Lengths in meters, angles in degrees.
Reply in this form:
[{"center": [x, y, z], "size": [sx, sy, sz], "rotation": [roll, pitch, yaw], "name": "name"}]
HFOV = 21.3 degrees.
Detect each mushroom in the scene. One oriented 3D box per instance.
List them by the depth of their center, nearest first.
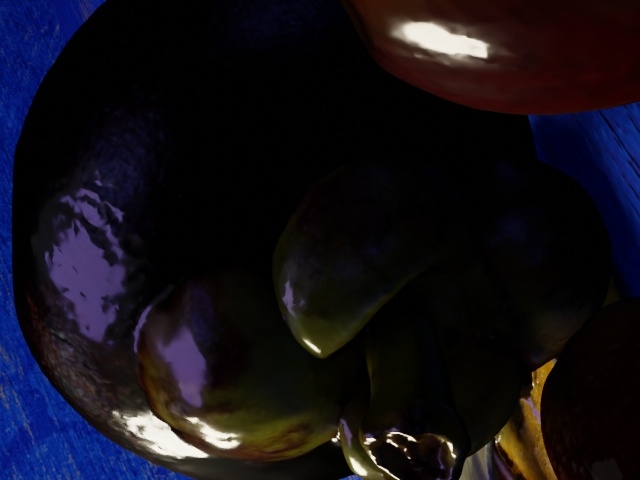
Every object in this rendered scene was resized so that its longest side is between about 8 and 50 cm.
[{"center": [0.209, 0.147, 0.766], "size": [0.217, 0.148, 0.227], "rotation": [54, -166, -49], "name": "mushroom"}]

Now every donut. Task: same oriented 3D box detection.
[{"center": [0.141, 0.069, 1.008], "size": [0.146, 0.078, 0.181], "rotation": [-153, 49, -72], "name": "donut"}]

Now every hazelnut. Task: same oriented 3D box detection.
[{"center": [0.103, -0.130, 0.589], "size": [0.208, 0.208, 0.208], "rotation": [159, 90, -79], "name": "hazelnut"}]

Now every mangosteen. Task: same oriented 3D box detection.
[{"center": [-0.003, -0.014, 0.875], "size": [0.313, 0.297, 0.297], "rotation": [-3, 114, 33], "name": "mangosteen"}]

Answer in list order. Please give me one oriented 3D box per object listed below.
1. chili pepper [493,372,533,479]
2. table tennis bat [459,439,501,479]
[{"center": [0.116, 0.139, 1.168], "size": [0.110, 0.110, 0.387], "rotation": [84, 160, -52], "name": "chili pepper"}, {"center": [0.087, 0.113, 1.067], "size": [0.138, 0.022, 0.246], "rotation": [105, 149, -56], "name": "table tennis bat"}]
